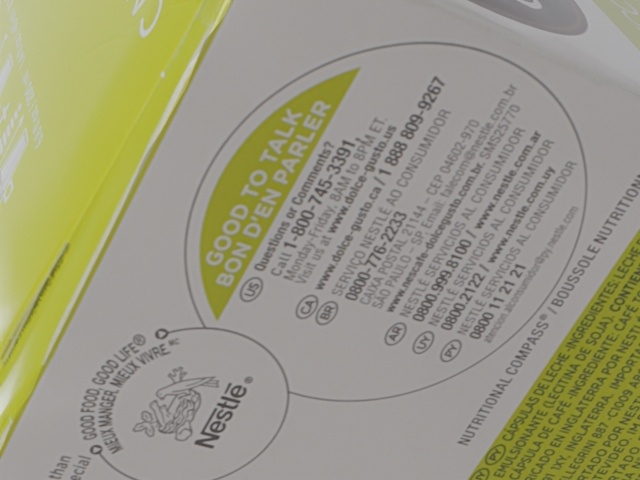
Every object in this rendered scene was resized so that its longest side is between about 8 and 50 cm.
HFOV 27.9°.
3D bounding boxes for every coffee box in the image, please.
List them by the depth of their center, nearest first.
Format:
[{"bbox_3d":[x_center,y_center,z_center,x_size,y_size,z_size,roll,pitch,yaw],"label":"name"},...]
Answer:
[{"bbox_3d":[0.000,0.000,0.603,0.334,0.338,0.338,18,-64,-27],"label":"coffee box"}]
